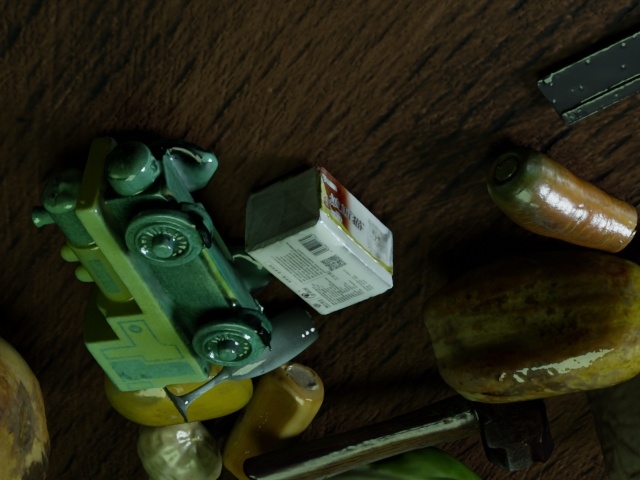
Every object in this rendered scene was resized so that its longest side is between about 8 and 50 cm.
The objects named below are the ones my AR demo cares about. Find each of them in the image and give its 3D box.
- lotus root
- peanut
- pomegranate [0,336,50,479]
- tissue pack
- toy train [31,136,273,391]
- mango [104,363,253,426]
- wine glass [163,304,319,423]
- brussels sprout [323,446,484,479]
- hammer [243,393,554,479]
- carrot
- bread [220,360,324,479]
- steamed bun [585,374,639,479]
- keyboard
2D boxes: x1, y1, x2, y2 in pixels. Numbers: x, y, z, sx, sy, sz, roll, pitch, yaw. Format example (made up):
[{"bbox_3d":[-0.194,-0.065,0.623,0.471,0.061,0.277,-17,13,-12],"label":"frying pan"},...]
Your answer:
[{"bbox_3d":[0.279,0.096,1.763,0.291,0.193,0.193,-12,140,20],"label":"lotus root"},{"bbox_3d":[-0.195,0.321,2.083,0.117,0.101,0.263,35,148,23],"label":"peanut"},{"bbox_3d":[-0.478,0.238,1.822,0.322,0.322,0.322,-1,141,-1],"label":"pomegranate"},{"bbox_3d":[0.000,0.000,1.702,0.106,0.099,0.149,-23,136,26],"label":"tissue pack"},{"bbox_3d":[-0.195,0.024,1.701,0.237,0.150,0.369,-8,139,17],"label":"toy train"},{"bbox_3d":[-0.181,0.183,1.926,0.195,0.098,0.137,9,137,-24],"label":"mango"},{"bbox_3d":[-0.097,0.151,1.851,0.198,0.066,0.066,-33,141,-13],"label":"wine glass"},{"bbox_3d":[0.100,0.432,2.109,0.371,0.275,0.315,28,146,-26],"label":"brussels sprout"},{"bbox_3d":[0.102,0.263,1.968,0.409,0.095,0.242,-19,140,-2],"label":"hammer"},{"bbox_3d":[0.269,-0.039,1.680,0.193,0.087,0.087,28,132,-34],"label":"carrot"},{"bbox_3d":[-0.062,0.245,2.016,0.092,0.074,0.239,41,137,12],"label":"bread"},{"bbox_3d":[0.476,0.170,1.816,0.199,0.251,0.301,12,144,-30],"label":"steamed bun"},{"bbox_3d":[0.338,-0.194,1.542,0.231,0.023,0.072,-25,128,25],"label":"keyboard"}]
